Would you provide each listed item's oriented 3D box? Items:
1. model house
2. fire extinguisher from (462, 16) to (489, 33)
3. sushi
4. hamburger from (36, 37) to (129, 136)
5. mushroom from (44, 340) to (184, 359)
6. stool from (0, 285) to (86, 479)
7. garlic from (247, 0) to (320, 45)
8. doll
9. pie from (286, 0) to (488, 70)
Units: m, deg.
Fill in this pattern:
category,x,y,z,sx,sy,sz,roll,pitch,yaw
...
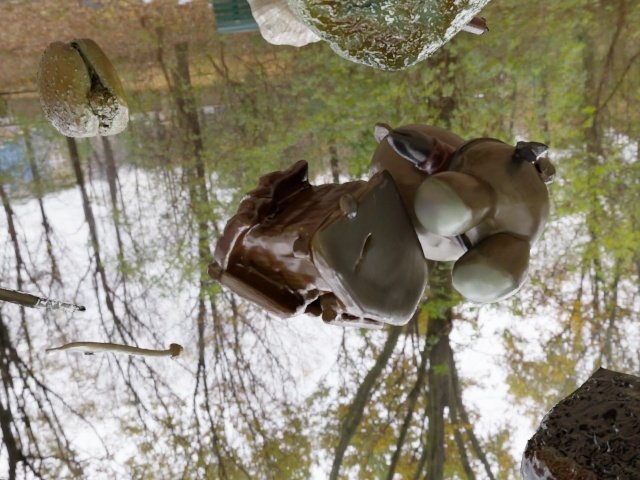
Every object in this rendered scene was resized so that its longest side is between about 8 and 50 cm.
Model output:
category,x,y,z,sx,sy,sz,roll,pitch,yaw
model house,-0.016,0.017,0.676,0.229,0.220,0.199,-1,-147,36
fire extinguisher,0.199,-0.294,0.774,0.083,0.022,0.028,-4,-140,-37
sushi,0.357,0.285,0.668,0.212,0.216,0.227,-30,-155,-12
hamburger,-0.460,-0.287,1.098,0.122,0.190,0.215,-25,-157,-35
mushroom,-0.412,0.220,1.155,0.068,0.043,0.306,-29,152,34
stool,-0.453,0.157,0.651,0.269,0.244,0.170,14,170,-2
garlic,-0.038,-0.478,1.077,0.199,0.199,0.226,-9,-170,-11
doll,0.164,-0.057,0.711,0.174,0.235,0.330,-39,-163,-3
pie,0.075,-0.262,0.562,0.240,0.054,0.240,2,155,1
